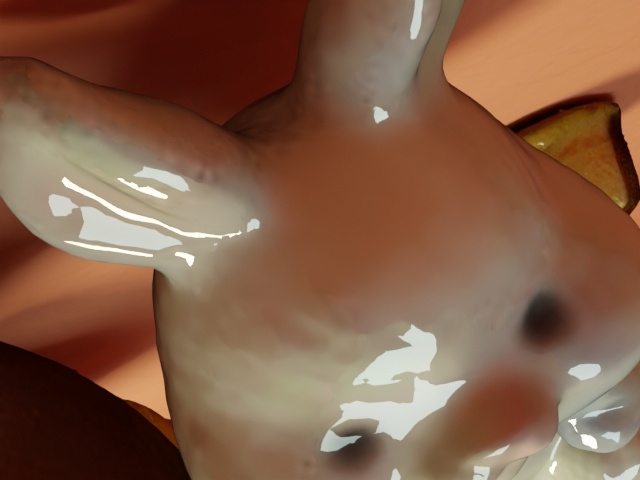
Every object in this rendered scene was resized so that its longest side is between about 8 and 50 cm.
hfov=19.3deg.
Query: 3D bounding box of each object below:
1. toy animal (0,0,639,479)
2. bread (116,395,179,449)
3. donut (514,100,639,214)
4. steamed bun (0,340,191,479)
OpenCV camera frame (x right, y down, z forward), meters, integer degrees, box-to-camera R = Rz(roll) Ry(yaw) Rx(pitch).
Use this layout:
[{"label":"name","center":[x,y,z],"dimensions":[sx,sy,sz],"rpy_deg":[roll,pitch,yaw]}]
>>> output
[{"label":"toy animal","center":[0.006,0.008,0.745],"dimensions":[0.196,0.241,0.367],"rpy_deg":[-36,157,-7]},{"label":"bread","center":[-0.202,0.269,1.162],"dimensions":[0.394,0.250,0.361],"rpy_deg":[-30,127,9]},{"label":"donut","center":[0.122,-0.017,1.195],"dimensions":[0.184,0.073,0.166],"rpy_deg":[-30,171,23]},{"label":"steamed bun","center":[-0.201,0.170,0.812],"dimensions":[0.379,0.248,0.235],"rpy_deg":[17,140,-29]}]
